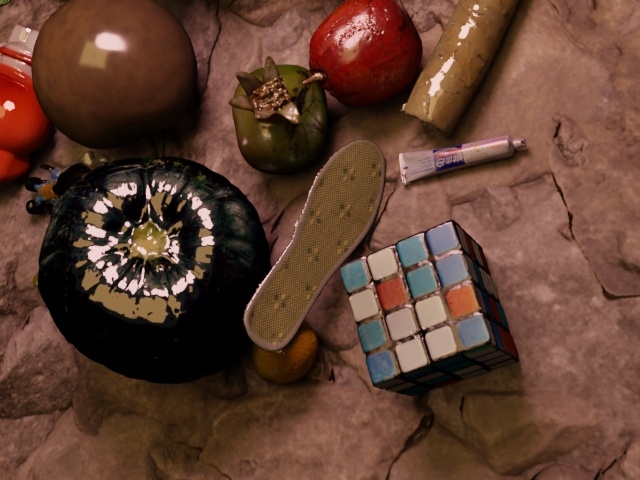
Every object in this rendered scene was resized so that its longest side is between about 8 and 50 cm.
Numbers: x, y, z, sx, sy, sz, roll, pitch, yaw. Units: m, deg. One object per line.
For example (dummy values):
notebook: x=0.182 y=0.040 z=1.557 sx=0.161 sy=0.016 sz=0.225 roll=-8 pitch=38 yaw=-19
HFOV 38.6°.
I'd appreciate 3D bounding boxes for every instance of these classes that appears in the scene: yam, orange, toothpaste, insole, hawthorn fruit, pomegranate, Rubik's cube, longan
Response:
yam: x=0.219 y=-0.312 z=1.204 sx=0.083 sy=0.083 sz=0.372 roll=25 pitch=85 yaw=26
orange: x=-0.049 y=0.143 z=1.192 sx=0.095 sy=0.085 sz=0.085 roll=-50 pitch=64 yaw=11
toothpaste: x=0.183 y=-0.110 z=1.192 sx=0.169 sy=0.028 sz=0.045 roll=-11 pitch=79 yaw=22
insole: x=0.000 y=0.000 z=1.175 sx=0.007 sy=0.109 sz=0.322 roll=-5 pitch=47 yaw=56
hawthorn fruit: x=0.050 y=-0.242 z=1.209 sx=0.172 sy=0.148 sz=0.148 roll=-36 pitch=62 yaw=-19
pomegranate: x=-0.057 y=-0.173 z=1.221 sx=0.131 sy=0.191 sz=0.152 roll=-10 pitch=74 yaw=5
Rubik's cube: x=0.132 y=0.087 z=1.090 sx=0.151 sy=0.155 sz=0.154 roll=-22 pitch=68 yaw=16
longan: x=-0.296 y=-0.243 z=1.328 sx=0.248 sy=0.248 sz=0.248 roll=-6 pitch=74 yaw=21

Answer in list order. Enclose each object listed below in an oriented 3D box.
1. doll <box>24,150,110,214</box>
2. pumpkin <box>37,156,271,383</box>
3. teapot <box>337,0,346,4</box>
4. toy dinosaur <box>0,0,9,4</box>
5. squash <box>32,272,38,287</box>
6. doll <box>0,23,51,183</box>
doll: x=-0.373 y=-0.083 z=1.396 sx=0.195 sy=0.070 sz=0.096 roll=-9 pitch=88 yaw=28
pumpkin: x=-0.215 y=0.041 z=1.210 sx=0.315 sy=0.238 sz=0.316 roll=-1 pitch=74 yaw=3
teapot: x=0.006 y=-0.446 z=1.278 sx=0.163 sy=0.178 sz=0.221 roll=-50 pitch=58 yaw=3
toy dinosaur: x=-0.565 y=-0.428 z=1.594 sx=0.060 sy=0.029 sz=0.120 roll=26 pitch=89 yaw=9
squash: x=-0.407 y=0.042 z=1.399 sx=0.083 sy=0.027 sz=0.027 roll=-45 pitch=64 yaw=8
doll: x=-0.501 y=-0.197 z=1.448 sx=0.161 sy=0.130 sz=0.291 roll=23 pitch=92 yaw=24
